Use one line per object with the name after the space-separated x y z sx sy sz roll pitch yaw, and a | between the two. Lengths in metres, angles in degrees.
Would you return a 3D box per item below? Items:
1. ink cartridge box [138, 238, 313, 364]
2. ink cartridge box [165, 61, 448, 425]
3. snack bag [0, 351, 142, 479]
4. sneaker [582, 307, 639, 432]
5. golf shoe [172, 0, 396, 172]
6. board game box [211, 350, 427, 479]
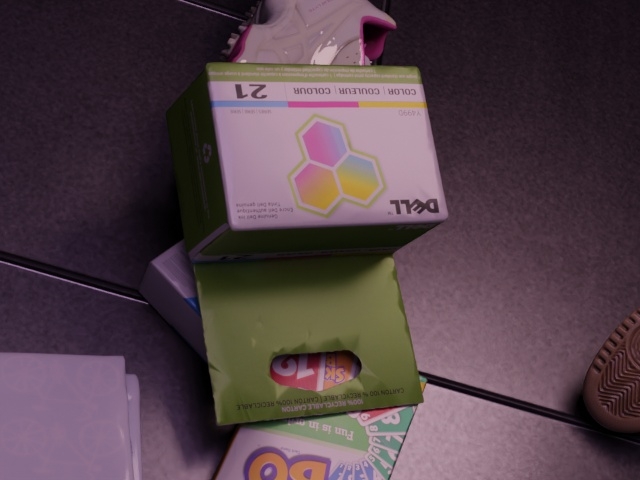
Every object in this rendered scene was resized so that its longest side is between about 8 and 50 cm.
-0.070 0.029 1.161 0.088 0.052 0.122 46 55 11 | ink cartridge box
0.000 0.000 1.103 0.189 0.097 0.255 -3 73 -26 | ink cartridge box
-0.269 0.214 0.947 0.323 0.037 0.342 5 49 -18 | snack bag
0.344 0.074 1.274 0.282 0.153 0.099 -41 79 -5 | sneaker
-0.025 -0.136 1.256 0.140 0.115 0.306 29 53 -5 | golf shoe
-0.015 0.184 1.091 0.124 0.039 0.259 27 55 -2 | board game box
